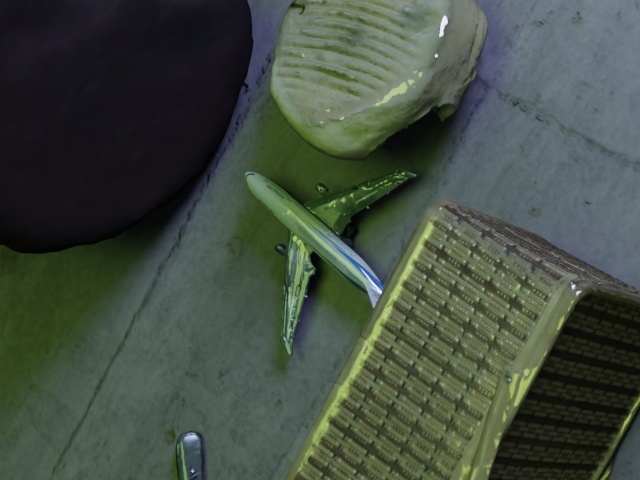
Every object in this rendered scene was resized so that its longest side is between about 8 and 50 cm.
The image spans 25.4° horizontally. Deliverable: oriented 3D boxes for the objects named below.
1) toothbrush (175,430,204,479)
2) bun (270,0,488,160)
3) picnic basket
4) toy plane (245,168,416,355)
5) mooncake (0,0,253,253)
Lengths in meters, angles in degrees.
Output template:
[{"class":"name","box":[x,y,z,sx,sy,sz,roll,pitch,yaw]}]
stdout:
[{"class":"toothbrush","box":[-0.127,0.343,1.454,0.030,0.030,0.297,-6,76,6]},{"class":"bun","box":[0.061,-0.179,1.365,0.210,0.116,0.237,6,71,36]},{"class":"picnic basket","box":[0.142,0.153,1.194,0.175,0.228,0.312,33,99,35]},{"class":"toy plane","box":[0.003,0.001,1.407,0.226,0.058,0.226,45,110,33]},{"class":"mooncake","box":[-0.280,-0.164,1.428,0.212,0.381,0.350,29,95,42]}]
